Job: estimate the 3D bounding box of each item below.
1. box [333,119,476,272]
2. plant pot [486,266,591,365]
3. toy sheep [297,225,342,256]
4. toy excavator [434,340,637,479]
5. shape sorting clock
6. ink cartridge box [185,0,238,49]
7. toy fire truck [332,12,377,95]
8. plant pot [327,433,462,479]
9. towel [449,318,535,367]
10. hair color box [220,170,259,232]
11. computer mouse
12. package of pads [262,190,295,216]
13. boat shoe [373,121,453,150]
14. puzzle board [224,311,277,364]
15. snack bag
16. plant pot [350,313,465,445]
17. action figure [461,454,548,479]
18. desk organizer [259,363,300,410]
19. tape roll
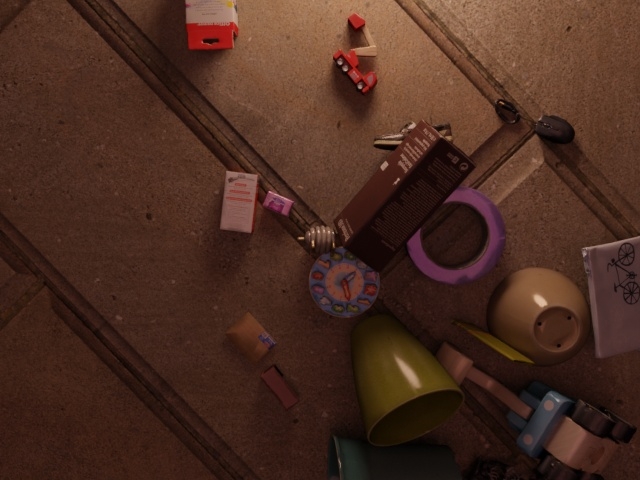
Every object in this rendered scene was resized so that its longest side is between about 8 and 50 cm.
[{"bbox_3d":[0.213,-0.121,1.781,0.143,0.191,0.381,34,104,-20],"label":"box"},{"bbox_3d":[0.619,0.225,1.835,0.284,0.191,0.284,0,95,1],"label":"plant pot"},{"bbox_3d":[0.000,0.000,1.889,0.132,0.091,0.091,5,95,-11],"label":"toy sheep"},{"bbox_3d":[0.566,0.466,1.857,0.433,0.445,0.222,25,96,-42],"label":"toy excavator"},{"bbox_3d":[0.068,0.120,1.920,0.206,0.040,0.206,0,94,2],"label":"shape sorting clock"},{"bbox_3d":[-0.301,-0.639,1.851,0.134,0.078,0.231,-1,95,3],"label":"ink cartridge box"},{"bbox_3d":[0.109,-0.517,1.862,0.135,0.047,0.192,-40,93,3],"label":"toy fire truck"},{"bbox_3d":[0.201,0.699,1.836,0.334,0.341,0.341,-2,95,-6],"label":"plant pot"},{"bbox_3d":[0.463,0.278,1.818,0.102,0.237,0.021,15,102,-38],"label":"towel"},{"bbox_3d":[-0.229,-0.110,1.905,0.093,0.053,0.167,8,96,3],"label":"hair color box"},{"bbox_3d":[0.597,-0.334,1.864,0.242,0.041,0.071,22,96,1],"label":"computer mouse"},{"bbox_3d":[-0.120,-0.104,1.912,0.083,0.032,0.050,23,94,0],"label":"package of pads"},{"bbox_3d":[0.257,-0.294,1.864,0.224,0.080,0.073,-3,88,-2],"label":"boat shoe"},{"bbox_3d":[-0.203,0.287,1.958,0.096,0.011,0.128,-43,93,3],"label":"puzzle board"},{"bbox_3d":[0.867,0.149,1.841,0.343,0.037,0.323,-11,96,-20],"label":"snack bag"},{"bbox_3d":[0.199,0.353,1.809,0.275,0.275,0.293,-28,54,4],"label":"plant pot"},{"bbox_3d":[0.526,0.705,1.905,0.276,0.141,0.164,4,96,-2],"label":"action figure"},{"bbox_3d":[-0.116,0.427,1.949,0.050,0.047,0.130,-38,93,2],"label":"desk organizer"},{"bbox_3d":[0.372,-0.016,1.874,0.275,0.090,0.274,0,95,3],"label":"tape roll"}]
